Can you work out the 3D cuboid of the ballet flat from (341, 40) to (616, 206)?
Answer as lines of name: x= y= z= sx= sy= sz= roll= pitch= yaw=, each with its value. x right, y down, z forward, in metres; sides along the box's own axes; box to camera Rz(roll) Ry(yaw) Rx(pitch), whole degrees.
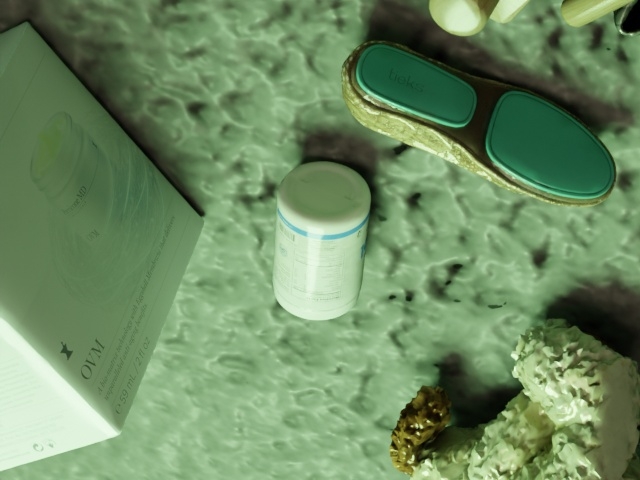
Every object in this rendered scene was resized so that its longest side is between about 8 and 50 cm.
ballet flat: x=0.107 y=-0.079 z=1.345 sx=0.206 sy=0.073 sz=0.067 roll=27 pitch=163 yaw=-6

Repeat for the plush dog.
plush dog: x=0.171 y=0.209 z=1.534 sx=0.262 sy=0.210 sz=0.225 roll=45 pitch=154 yaw=-26

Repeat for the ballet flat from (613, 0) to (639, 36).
ballet flat: x=0.260 y=-0.171 z=1.201 sx=0.173 sy=0.049 sz=0.057 roll=-25 pitch=123 yaw=36

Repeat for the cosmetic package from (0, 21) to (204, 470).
cosmetic package: x=-0.227 y=0.005 z=1.410 sx=0.138 sy=0.224 sz=0.224 roll=-20 pitch=125 yaw=34

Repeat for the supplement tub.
supplement tub: x=0.000 y=0.000 z=1.443 sx=0.071 sy=0.071 sz=0.107 roll=12 pitch=137 yaw=7

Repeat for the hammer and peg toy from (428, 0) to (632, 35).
hammer and peg toy: x=0.107 y=-0.229 z=1.089 sx=0.361 sy=0.127 sz=0.266 roll=35 pitch=143 yaw=-7
